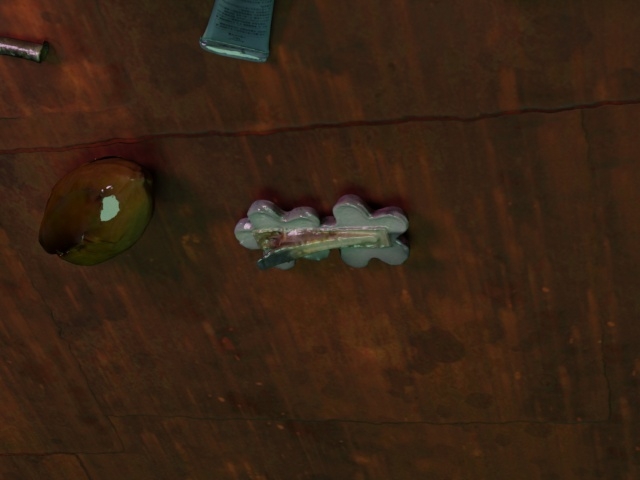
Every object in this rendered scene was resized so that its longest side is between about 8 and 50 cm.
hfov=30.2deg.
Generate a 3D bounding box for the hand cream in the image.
[{"bbox_3d":[-0.085,-0.310,1.389,0.088,0.055,0.256,10,138,-7],"label":"hand cream"}]

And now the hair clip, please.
[{"bbox_3d":[0.001,-0.006,1.660,0.256,0.075,0.146,-7,134,12],"label":"hair clip"}]

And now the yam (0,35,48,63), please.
[{"bbox_3d":[-0.420,-0.258,1.546,0.129,0.033,0.027,14,161,7],"label":"yam"}]

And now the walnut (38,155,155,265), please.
[{"bbox_3d":[-0.314,-0.037,1.664,0.137,0.137,0.245,35,133,-19],"label":"walnut"}]
